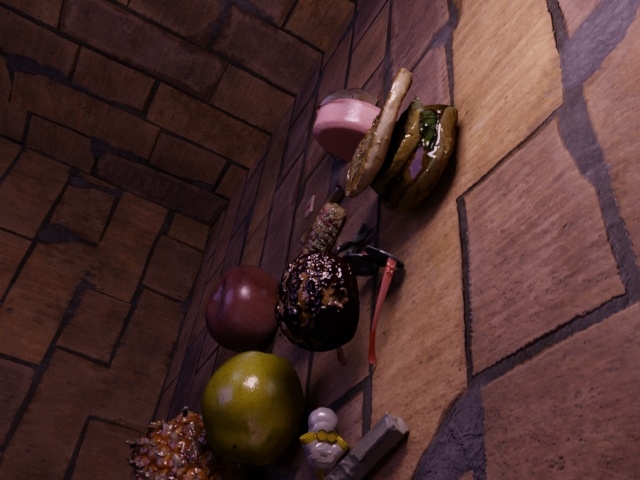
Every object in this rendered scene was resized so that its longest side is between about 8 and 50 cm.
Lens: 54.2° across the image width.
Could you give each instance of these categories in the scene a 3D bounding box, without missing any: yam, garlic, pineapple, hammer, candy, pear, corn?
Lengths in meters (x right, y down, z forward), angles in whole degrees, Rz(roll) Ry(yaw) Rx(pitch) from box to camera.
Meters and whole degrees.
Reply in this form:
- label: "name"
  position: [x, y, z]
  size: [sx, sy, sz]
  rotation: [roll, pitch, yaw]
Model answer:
- label: "yam"
  position: [0.005, -0.081, 2.119]
  size: [0.264, 0.046, 0.046]
  rotation: [-55, 21, 31]
- label: "garlic"
  position: [0.101, -0.413, 2.176]
  size: [0.292, 0.210, 0.237]
  rotation: [-40, 64, 45]
- label: "pineapple"
  position: [-0.357, 0.655, 1.707]
  size: [0.352, 0.352, 0.300]
  rotation: [-58, 35, 23]
- label: "hammer"
  position: [0.076, 0.008, 1.645]
  size: [0.103, 0.029, 0.246]
  rotation: [-53, -9, 14]
- label: "candy"
  position: [0.094, -0.315, 1.817]
  size: [0.255, 0.255, 0.094]
  rotation: [-25, 44, 64]
- label: "pear"
  position: [-0.174, 0.424, 1.617]
  size: [0.294, 0.294, 0.294]
  rotation: [-55, 21, 32]
- label: "corn"
  position: [0.000, 0.000, 1.971]
  size: [0.253, 0.086, 0.086]
  rotation: [-65, 17, 11]

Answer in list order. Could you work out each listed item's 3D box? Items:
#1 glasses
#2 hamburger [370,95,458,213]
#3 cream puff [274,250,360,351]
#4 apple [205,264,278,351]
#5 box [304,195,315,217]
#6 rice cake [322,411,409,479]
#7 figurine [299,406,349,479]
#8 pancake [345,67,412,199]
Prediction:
- label: "glasses"
  position: [0.086, 0.150, 1.473]
  size: [0.234, 0.118, 0.268]
  rotation: [-23, 46, 63]
- label: "hamburger"
  position: [0.226, -0.205, 1.497]
  size: [0.265, 0.134, 0.285]
  rotation: [119, 175, -54]
- label: "cream puff"
  position: [-0.013, 0.142, 1.452]
  size: [0.239, 0.165, 0.239]
  rotation: [-177, 90, -67]
- label: "apple"
  position: [-0.258, 0.239, 2.160]
  size: [0.306, 0.235, 0.306]
  rotation: [-50, 25, 34]
- label: "box"
  position: [-0.039, -0.127, 2.364]
  size: [0.046, 0.012, 0.083]
  rotation: [-48, 25, 43]
- label: "rice cake"
  position: [0.084, 0.423, 1.217]
  size: [0.256, 0.057, 0.052]
  rotation: [-56, 19, 29]
- label: "figurine"
  position: [-0.002, 0.448, 1.398]
  size: [0.178, 0.109, 0.130]
  rotation: [-119, 33, -72]
- label: "pancake"
  position: [0.139, -0.254, 1.535]
  size: [0.356, 0.065, 0.356]
  rotation: [-63, 3, 7]
